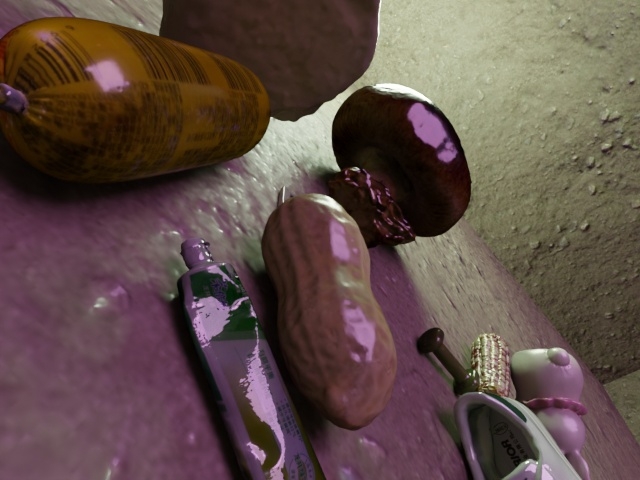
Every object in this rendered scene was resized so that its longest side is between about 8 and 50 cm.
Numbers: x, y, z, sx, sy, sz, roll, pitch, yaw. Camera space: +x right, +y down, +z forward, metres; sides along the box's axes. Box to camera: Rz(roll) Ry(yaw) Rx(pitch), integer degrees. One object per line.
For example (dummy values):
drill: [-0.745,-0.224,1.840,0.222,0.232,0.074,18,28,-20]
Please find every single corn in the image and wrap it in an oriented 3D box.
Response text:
corn: [0.323,0.248,0.767,0.079,0.080,0.237,54,23,4]

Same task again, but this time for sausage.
sausage: [-0.149,-0.128,0.392,0.123,0.123,0.347,51,23,-1]

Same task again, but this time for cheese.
cheese: [-0.065,-0.323,0.582,0.318,0.326,0.115,-3,50,-18]

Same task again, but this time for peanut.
peanut: [0.009,0.061,0.421,0.124,0.124,0.256,27,36,-45]

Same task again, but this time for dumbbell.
dumbbell: [0.214,0.201,0.676,0.118,0.046,0.052,49,29,-5]

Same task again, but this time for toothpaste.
toothpaste: [-0.060,0.106,0.318,0.078,0.047,0.247,1,56,-56]

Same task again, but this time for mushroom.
mushroom: [0.142,-0.117,0.830,0.331,0.356,0.334,33,-13,-21]

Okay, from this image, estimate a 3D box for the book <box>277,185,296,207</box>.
book: [0.000,0.000,0.619,0.172,0.012,0.118,39,27,-26]

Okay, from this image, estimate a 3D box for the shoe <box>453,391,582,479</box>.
shoe: [0.272,0.343,0.477,0.160,0.132,0.362,35,24,-35]

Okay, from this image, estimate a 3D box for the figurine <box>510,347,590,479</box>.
figurine: [0.424,0.333,0.758,0.127,0.155,0.235,14,62,-9]
